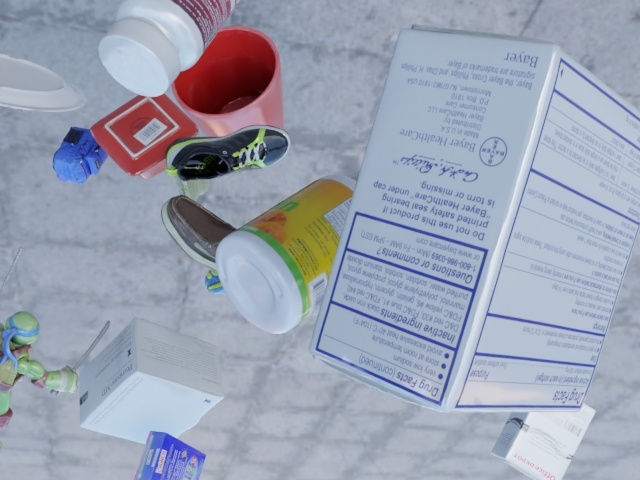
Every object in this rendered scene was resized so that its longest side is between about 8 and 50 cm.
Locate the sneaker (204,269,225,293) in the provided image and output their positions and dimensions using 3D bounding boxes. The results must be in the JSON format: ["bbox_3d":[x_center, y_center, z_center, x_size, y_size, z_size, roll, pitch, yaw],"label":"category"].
[{"bbox_3d":[-0.127,0.050,1.635,0.188,0.067,0.078,-23,168,15],"label":"sneaker"}]

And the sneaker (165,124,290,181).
[{"bbox_3d":[-0.159,-0.140,1.538,0.235,0.097,0.084,-12,124,-14],"label":"sneaker"}]

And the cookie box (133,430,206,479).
[{"bbox_3d":[-0.244,0.371,1.411,0.040,0.092,0.107,-6,145,34],"label":"cookie box"}]

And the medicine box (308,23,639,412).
[{"bbox_3d":[0.157,-0.004,0.767,0.149,0.289,0.263,19,-177,39],"label":"medicine box"}]

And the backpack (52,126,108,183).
[{"bbox_3d":[-0.563,-0.194,2.030,0.101,0.120,0.098,11,142,18],"label":"backpack"}]

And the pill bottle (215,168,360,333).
[{"bbox_3d":[0.000,0.000,1.100,0.246,0.136,0.136,-34,172,-35],"label":"pill bottle"}]

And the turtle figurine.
[{"bbox_3d":[-0.504,0.207,1.449,0.198,0.274,0.266,32,108,-19],"label":"turtle figurine"}]

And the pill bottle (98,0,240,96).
[{"bbox_3d":[-0.191,-0.301,1.144,0.121,0.221,0.121,20,148,13],"label":"pill bottle"}]

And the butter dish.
[{"bbox_3d":[-0.323,-0.182,1.646,0.160,0.160,0.118,-37,152,-16],"label":"butter dish"}]

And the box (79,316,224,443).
[{"bbox_3d":[-0.296,0.252,1.514,0.182,0.119,0.181,26,123,-36],"label":"box"}]

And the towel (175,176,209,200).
[{"bbox_3d":[-0.281,-0.157,1.856,0.027,0.110,0.148,-4,112,19],"label":"towel"}]

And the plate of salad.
[{"bbox_3d":[-0.389,-0.187,1.065,0.200,0.200,0.048,11,113,-20],"label":"plate of salad"}]

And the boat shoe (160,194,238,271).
[{"bbox_3d":[-0.147,0.007,1.455,0.257,0.095,0.095,42,130,-15],"label":"boat shoe"}]

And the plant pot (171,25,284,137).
[{"bbox_3d":[-0.209,-0.348,2.159,0.275,0.275,0.243,-5,151,8],"label":"plant pot"}]

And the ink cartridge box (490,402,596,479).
[{"bbox_3d":[0.367,0.318,1.438,0.109,0.150,0.063,32,171,-9],"label":"ink cartridge box"}]
